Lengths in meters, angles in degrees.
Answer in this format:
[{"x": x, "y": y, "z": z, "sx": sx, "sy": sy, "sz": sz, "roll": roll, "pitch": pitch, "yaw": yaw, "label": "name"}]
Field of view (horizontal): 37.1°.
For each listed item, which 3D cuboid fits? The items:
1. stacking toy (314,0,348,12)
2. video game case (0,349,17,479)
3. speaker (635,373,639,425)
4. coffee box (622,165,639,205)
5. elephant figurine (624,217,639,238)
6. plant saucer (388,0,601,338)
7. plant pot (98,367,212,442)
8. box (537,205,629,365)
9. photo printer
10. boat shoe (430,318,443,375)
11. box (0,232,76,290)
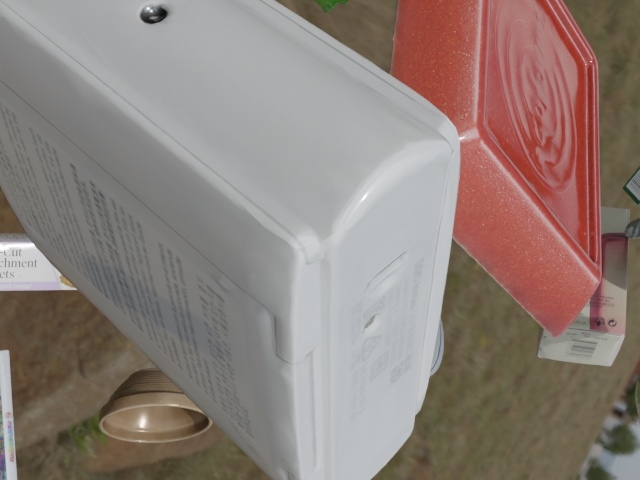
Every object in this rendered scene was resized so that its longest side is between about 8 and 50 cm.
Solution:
[{"x": -0.081, "y": -0.155, "z": 0.785, "sx": 0.052, "sy": 0.221, "sz": 0.167, "roll": 53, "pitch": 56, "yaw": -20, "label": "stacking toy"}, {"x": -0.257, "y": 0.145, "z": 0.708, "sx": 0.011, "sy": 0.087, "sz": 0.122, "roll": 2, "pitch": 81, "yaw": -54, "label": "video game case"}, {"x": 0.468, "y": 0.222, "z": 1.206, "sx": 0.131, "sy": 0.131, "sz": 0.296, "roll": -60, "pitch": 152, "yaw": -10, "label": "speaker"}, {"x": 0.497, "y": -0.123, "z": 1.264, "sx": 0.113, "sy": 0.040, "sz": 0.184, "roll": -1, "pitch": 136, "yaw": -37, "label": "coffee box"}, {"x": 0.596, "y": 0.041, "z": 1.452, "sx": 0.239, "sy": 0.186, "sz": 0.169, "roll": 67, "pitch": 22, "yaw": -4, "label": "elephant figurine"}, {"x": 0.136, "y": -0.099, "z": 0.654, "sx": 0.259, "sy": 0.048, "sz": 0.258, "roll": 39, "pitch": 49, "yaw": -44, "label": "plant saucer"}, {"x": -0.351, "y": 0.345, "z": 2.039, "sx": 0.237, "sy": 0.237, "sz": 0.109, "roll": 78, "pitch": 6, "yaw": -59, "label": "plant pot"}, {"x": 0.439, "y": 0.073, "z": 1.594, "sx": 0.148, "sy": 0.127, "sz": 0.232, "roll": 76, "pitch": 23, "yaw": -62, "label": "box"}, {"x": -0.078, "y": -0.030, "z": 0.499, "sx": 0.107, "sy": 0.307, "sz": 0.256, "roll": -38, "pitch": 149, "yaw": -26, "label": "photo printer"}, {"x": 0.127, "y": 0.063, "z": 1.668, "sx": 0.156, "sy": 0.136, "sz": 0.367, "roll": 35, "pitch": 44, "yaw": -74, "label": "boat shoe"}, {"x": -0.311, "y": 0.027, "z": 1.209, "sx": 0.324, "sy": 0.063, "sz": 0.067, "roll": 2, "pitch": 99, "yaw": -30, "label": "box"}]
